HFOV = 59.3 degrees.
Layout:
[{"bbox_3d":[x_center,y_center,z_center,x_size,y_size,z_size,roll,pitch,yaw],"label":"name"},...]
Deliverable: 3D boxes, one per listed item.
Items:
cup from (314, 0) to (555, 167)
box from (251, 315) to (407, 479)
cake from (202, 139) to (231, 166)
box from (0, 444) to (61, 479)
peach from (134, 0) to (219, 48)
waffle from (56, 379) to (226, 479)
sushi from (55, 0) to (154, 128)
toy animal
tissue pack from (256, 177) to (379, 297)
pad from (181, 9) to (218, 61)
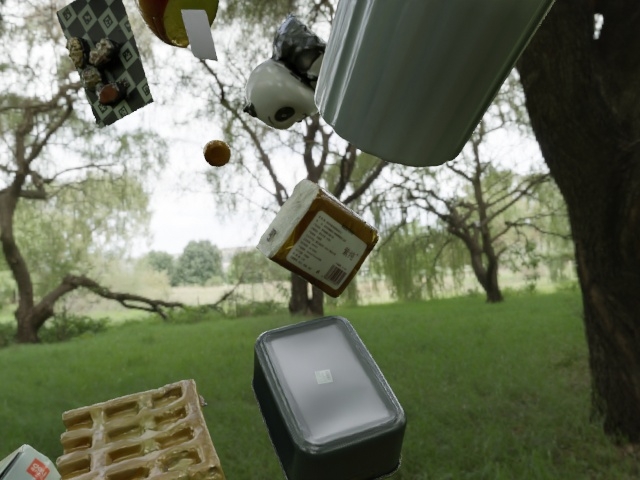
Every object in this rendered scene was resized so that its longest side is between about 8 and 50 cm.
[{"bbox_3d":[0.096,-0.196,0.480,0.166,0.221,0.202,22,-50,0],"label":"cup"},{"bbox_3d":[0.005,0.190,0.679,0.144,0.090,0.201,-10,39,-19],"label":"box"},{"bbox_3d":[-0.312,-0.263,1.689,0.083,0.084,0.044,-3,21,-24],"label":"cake"},{"bbox_3d":[-0.496,0.409,0.766,0.269,0.079,0.135,-37,14,7],"label":"box"},{"bbox_3d":[-0.424,-0.718,1.662,0.248,0.245,0.275,-15,-34,-13],"label":"peach"},{"bbox_3d":[-0.357,0.410,1.107,0.303,0.078,0.348,-13,22,-17],"label":"waffle"},{"bbox_3d":[-0.477,-0.394,1.200,0.192,0.280,0.043,-15,4,27],"label":"sushi"},{"bbox_3d":[-0.062,-0.358,1.252,0.165,0.235,0.187,39,14,19],"label":"toy animal"},{"bbox_3d":[0.000,0.000,1.183,0.226,0.183,0.092,34,-1,-39],"label":"tissue pack"},{"bbox_3d":[-0.279,-0.473,1.295,0.003,0.112,0.157,-25,32,-25],"label":"pad"}]
